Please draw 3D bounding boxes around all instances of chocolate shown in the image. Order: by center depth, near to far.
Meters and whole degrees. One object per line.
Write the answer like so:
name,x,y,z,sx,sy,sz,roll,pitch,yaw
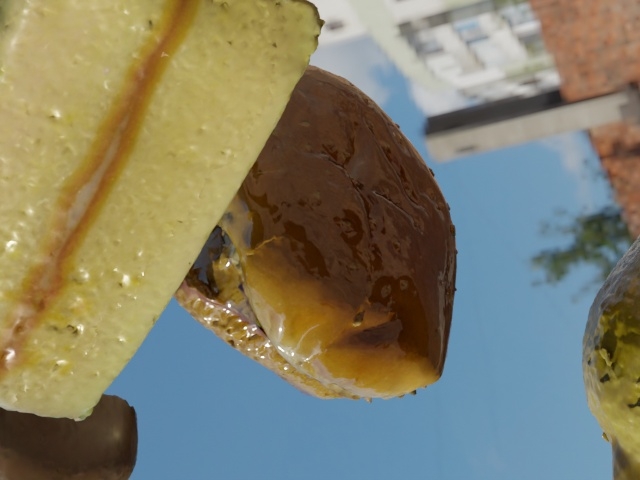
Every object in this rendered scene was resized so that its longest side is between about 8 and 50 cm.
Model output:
chocolate,-0.229,0.189,1.091,0.157,0.254,0.080,16,-133,-41

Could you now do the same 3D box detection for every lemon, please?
lemon,0.353,0.090,1.401,0.245,0.320,0.245,40,178,2

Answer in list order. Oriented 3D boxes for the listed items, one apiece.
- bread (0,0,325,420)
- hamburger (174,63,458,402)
bread,-0.124,-0.025,0.843,0.167,0.163,0.264,13,-89,-29
hamburger,0.000,0.000,1.407,0.314,0.170,0.290,38,-141,-34
